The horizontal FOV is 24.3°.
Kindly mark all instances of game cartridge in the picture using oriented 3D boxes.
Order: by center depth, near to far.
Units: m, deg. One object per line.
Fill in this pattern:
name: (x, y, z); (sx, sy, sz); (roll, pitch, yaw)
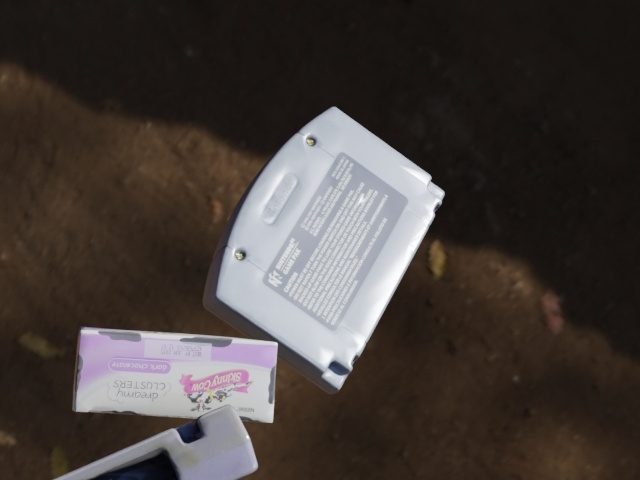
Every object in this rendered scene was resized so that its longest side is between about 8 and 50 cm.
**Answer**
game cartridge: (-0.216, 0.208, 0.991); (0.355, 0.230, 0.068); (-23, 80, -9)
game cartridge: (0.000, 0.000, 1.637); (0.198, 0.062, 0.297); (33, 57, -4)

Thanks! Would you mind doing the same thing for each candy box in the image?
candy box: (-0.131, 0.115, 1.293); (0.165, 0.196, 0.070); (5, 86, -9)
